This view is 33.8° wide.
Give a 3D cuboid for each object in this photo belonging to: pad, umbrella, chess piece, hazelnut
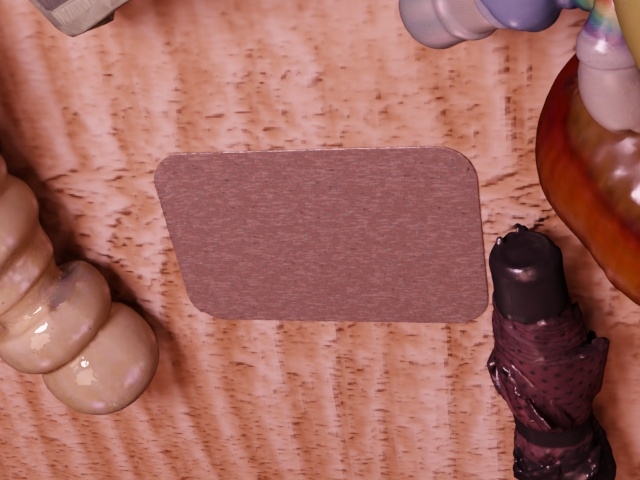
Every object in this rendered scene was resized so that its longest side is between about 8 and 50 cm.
[{"bbox_3d":[0.000,0.000,0.866,0.266,0.002,0.176,0,126,16],"label":"pad"},{"bbox_3d":[0.188,0.124,0.856,0.090,0.094,0.326,37,150,48],"label":"umbrella"},{"bbox_3d":[-0.243,0.050,0.899,0.142,0.143,0.261,-26,121,31],"label":"chess piece"},{"bbox_3d":[0.242,-0.044,0.664,0.210,0.210,0.186,30,106,-8],"label":"hazelnut"}]

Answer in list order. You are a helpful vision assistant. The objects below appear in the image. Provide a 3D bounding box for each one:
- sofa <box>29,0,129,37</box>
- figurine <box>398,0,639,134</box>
[{"bbox_3d":[-0.137,-0.265,0.652,0.210,0.176,0.225,45,154,-19],"label":"sofa"},{"bbox_3d":[0.161,-0.136,0.498,0.205,0.225,0.381,32,156,-32],"label":"figurine"}]
